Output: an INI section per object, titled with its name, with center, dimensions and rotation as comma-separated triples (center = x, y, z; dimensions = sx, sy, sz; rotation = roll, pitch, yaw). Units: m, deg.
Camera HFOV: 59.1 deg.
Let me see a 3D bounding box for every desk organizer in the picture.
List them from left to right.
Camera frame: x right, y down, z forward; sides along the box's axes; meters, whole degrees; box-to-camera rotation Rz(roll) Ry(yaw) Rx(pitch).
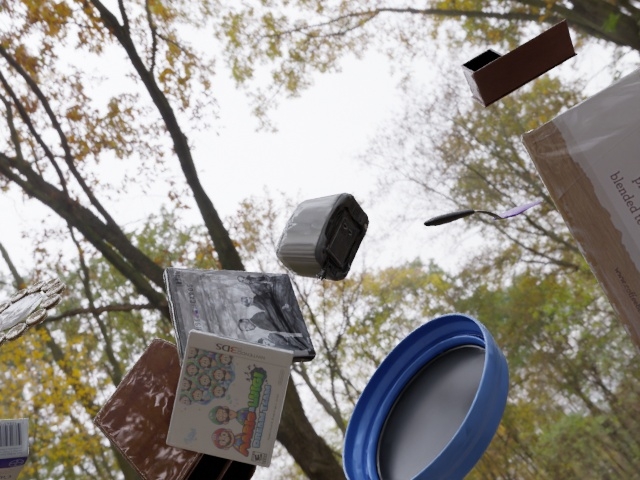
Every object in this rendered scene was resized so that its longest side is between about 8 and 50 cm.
[desk organizer]
center = 0.251, -0.230, 0.720
dimensions = 0.130, 0.047, 0.050
rotation = -29, -58, 7

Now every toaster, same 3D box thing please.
[toaster]
center = 0.000, 0.000, 1.259
dimensions = 0.129, 0.146, 0.227
rotation = 48, -125, -38

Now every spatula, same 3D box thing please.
[spatula]
center = 0.346, -0.056, 1.222
dimensions = 0.296, 0.031, 0.084
rotation = -7, -3, -24

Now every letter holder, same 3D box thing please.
[letter holder]
center = -0.252, 0.341, 1.072
dimensions = 0.215, 0.301, 0.152
rotation = -57, -46, -14

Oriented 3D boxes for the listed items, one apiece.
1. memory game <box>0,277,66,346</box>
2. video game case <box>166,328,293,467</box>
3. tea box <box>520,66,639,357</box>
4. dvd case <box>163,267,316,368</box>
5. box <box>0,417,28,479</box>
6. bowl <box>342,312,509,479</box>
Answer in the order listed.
[memory game]
center = -0.534, 0.130, 0.998
dimensions = 0.186, 0.186, 0.012
rotation = -33, -60, -9
[video game case]
center = -0.121, 0.211, 0.756
dimensions = 0.019, 0.143, 0.157
rotation = 5, -83, -88
[tea box]
center = 0.350, 0.023, 0.425
dimensions = 0.219, 0.329, 0.323
rotation = -30, -14, 26
[dvd case]
center = -0.136, 0.128, 0.960
dimensions = 0.238, 0.179, 0.030
rotation = 5, -42, -34
[box]
center = -0.545, 0.349, 0.891
dimensions = 0.126, 0.072, 0.137
rotation = 10, -49, -38
[bowl]
center = 0.195, 0.319, 1.077
dimensions = 0.077, 0.391, 0.391
rotation = 38, -76, -11
